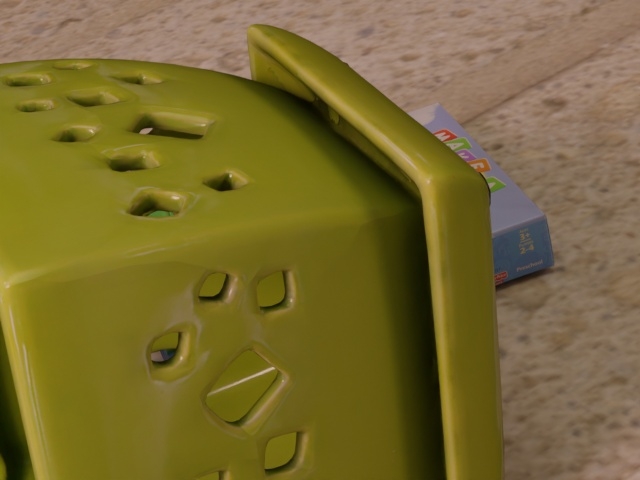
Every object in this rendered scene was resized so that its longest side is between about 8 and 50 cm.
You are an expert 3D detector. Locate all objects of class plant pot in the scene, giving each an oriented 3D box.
[{"bbox_3d":[-0.047,0.041,0.762,0.207,0.227,0.228,-17,30,-18],"label":"plant pot"}]

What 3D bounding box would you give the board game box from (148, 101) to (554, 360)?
[{"bbox_3d":[0.000,0.000,0.975,0.211,0.039,0.160,-19,31,-10],"label":"board game box"}]
